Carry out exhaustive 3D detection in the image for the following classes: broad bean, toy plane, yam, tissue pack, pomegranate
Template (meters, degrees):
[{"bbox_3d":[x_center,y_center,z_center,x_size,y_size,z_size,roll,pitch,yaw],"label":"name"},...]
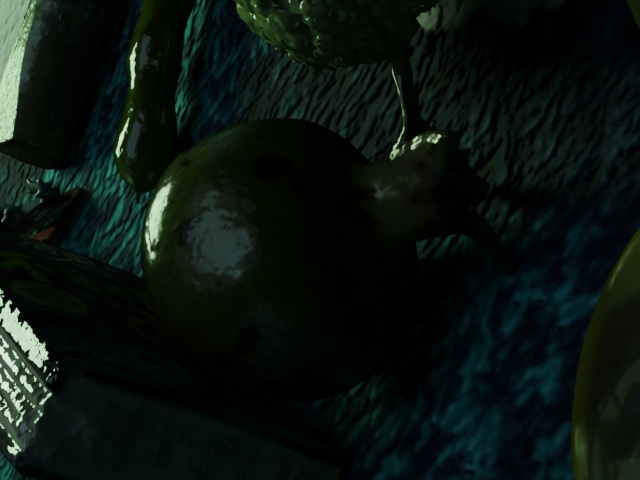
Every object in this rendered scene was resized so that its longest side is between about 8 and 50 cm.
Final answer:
[{"bbox_3d":[-0.103,-0.146,1.024,0.052,0.052,0.256,7,66,12],"label":"broad bean"},{"bbox_3d":[-0.295,0.011,1.136,0.223,0.104,0.326,-41,28,-11],"label":"toy plane"},{"bbox_3d":[-0.204,-0.142,1.138,0.068,0.068,0.169,3,71,55],"label":"yam"},{"bbox_3d":[-0.112,0.070,0.782,0.235,0.173,0.073,33,99,55],"label":"tissue pack"},{"bbox_3d":[-0.002,-0.002,0.714,0.169,0.148,0.148,-33,39,4],"label":"pomegranate"}]

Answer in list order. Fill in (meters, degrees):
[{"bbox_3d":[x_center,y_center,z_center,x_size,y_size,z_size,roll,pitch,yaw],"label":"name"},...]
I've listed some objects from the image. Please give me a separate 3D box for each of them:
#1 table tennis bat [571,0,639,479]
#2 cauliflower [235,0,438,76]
[{"bbox_3d":[0.170,0.000,0.547,0.224,0.054,0.369,-35,48,37],"label":"table tennis bat"},{"bbox_3d":[0.041,-0.214,0.753,0.250,0.272,0.275,-6,82,9],"label":"cauliflower"}]
